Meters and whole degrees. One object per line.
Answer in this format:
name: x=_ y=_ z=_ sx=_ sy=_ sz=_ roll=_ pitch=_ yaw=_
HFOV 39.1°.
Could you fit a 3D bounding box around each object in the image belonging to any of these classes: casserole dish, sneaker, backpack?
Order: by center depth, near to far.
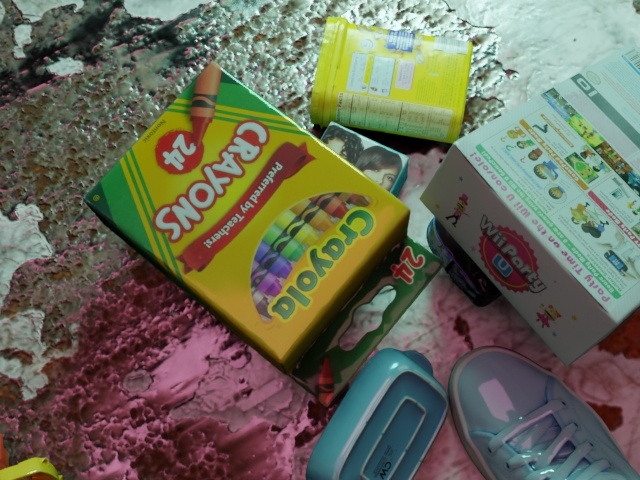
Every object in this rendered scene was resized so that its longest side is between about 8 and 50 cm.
sneaker: x=0.260 y=0.243 z=0.851 sx=0.135 sy=0.150 sz=0.366 roll=-36 pitch=75 yaw=-10
casserole dish: x=0.064 y=0.198 z=0.900 sx=0.114 sy=0.037 sz=0.188 roll=40 pitch=76 yaw=-27
backpack: x=0.172 y=0.003 z=0.963 sx=0.105 sy=0.084 sz=0.114 roll=-35 pitch=79 yaw=-12

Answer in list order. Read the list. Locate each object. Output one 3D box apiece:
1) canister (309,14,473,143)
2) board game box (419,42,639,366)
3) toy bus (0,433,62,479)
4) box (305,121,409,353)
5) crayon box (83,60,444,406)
canister: x=0.082 y=-0.182 z=1.032 sx=0.169 sy=0.073 sz=0.126 roll=10 pitch=73 yaw=4
board game box: x=0.287 y=-0.049 z=0.915 sx=0.303 sy=0.097 sz=0.224 roll=-29 pitch=71 yaw=-32
toy bus: x=-0.309 y=0.281 z=0.878 sx=0.220 sy=0.149 sz=0.212 roll=-8 pitch=57 yaw=-3
box: x=0.000 y=0.000 z=0.984 sx=0.100 sy=0.060 sz=0.244 roll=26 pitch=76 yaw=9
crayon box: x=-0.053 y=-0.011 z=0.915 sx=0.318 sy=0.081 sz=0.202 roll=37 pitch=78 yaw=13
